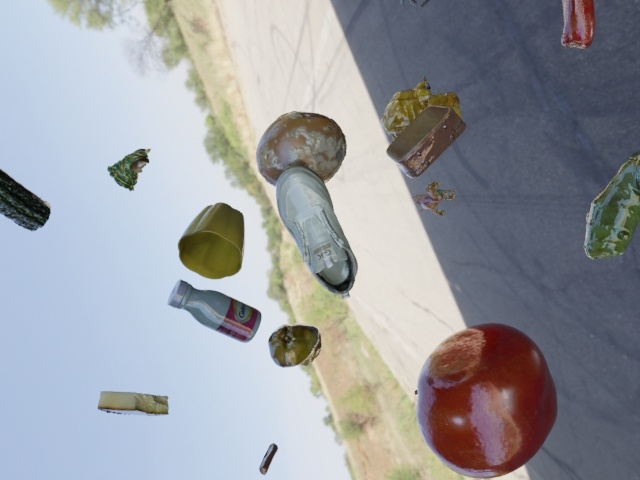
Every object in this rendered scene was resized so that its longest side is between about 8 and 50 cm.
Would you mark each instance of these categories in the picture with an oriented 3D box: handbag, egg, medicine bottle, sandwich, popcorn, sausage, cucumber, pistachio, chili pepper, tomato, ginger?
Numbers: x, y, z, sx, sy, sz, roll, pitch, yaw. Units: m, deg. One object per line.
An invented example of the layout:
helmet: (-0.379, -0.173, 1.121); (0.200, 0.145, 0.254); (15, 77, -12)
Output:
handbag: (0.264, -0.259, 1.411); (0.072, 0.193, 0.151); (41, -178, -27)
egg: (-0.047, -0.213, 1.302); (0.195, 0.233, 0.195); (41, 140, 46)
medicine bottle: (-0.253, 0.167, 1.310); (0.217, 0.090, 0.090); (28, -169, -20)
sandwich: (-0.461, 0.436, 1.447); (0.193, 0.162, 0.058); (44, -134, -59)
popcorn: (0.305, -0.352, 1.607); (0.190, 0.253, 0.191); (48, 166, 52)
sausage: (-0.131, 0.549, 1.373); (0.026, 0.026, 0.116); (66, -169, -4)
cucumber: (-0.610, -0.094, 1.040); (0.077, 0.077, 0.265); (63, -179, 29)
pistachio: (-0.059, 0.230, 1.218); (0.189, 0.110, 0.100); (23, -98, -73)
chili pepper: (0.538, -0.463, 1.143); (0.073, 0.070, 0.123); (9, 106, 63)
tomato: (0.367, 0.349, 1.226); (0.290, 0.325, 0.293); (-6, 108, 43)
ginger: (0.553, -0.089, 0.929); (0.089, 0.290, 0.137); (17, -140, -29)

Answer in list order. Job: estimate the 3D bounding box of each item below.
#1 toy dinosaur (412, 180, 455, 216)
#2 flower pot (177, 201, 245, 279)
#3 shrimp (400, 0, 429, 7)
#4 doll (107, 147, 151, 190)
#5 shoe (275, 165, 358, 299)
toy dinosaur: (0.327, -0.116, 1.653); (0.212, 0.142, 0.057); (-33, 54, 53)
flower pot: (-0.309, -0.011, 1.628); (0.179, 0.195, 0.195); (-83, -23, -48)
shrimp: (0.262, -0.692, 1.427); (0.372, 0.172, 0.137); (105, 140, -89)
doll: (-0.450, -0.180, 1.281); (0.077, 0.113, 0.078); (21, -157, -33)
shoe: (0.000, 0.000, 1.182); (0.316, 0.124, 0.159); (60, -172, -27)
